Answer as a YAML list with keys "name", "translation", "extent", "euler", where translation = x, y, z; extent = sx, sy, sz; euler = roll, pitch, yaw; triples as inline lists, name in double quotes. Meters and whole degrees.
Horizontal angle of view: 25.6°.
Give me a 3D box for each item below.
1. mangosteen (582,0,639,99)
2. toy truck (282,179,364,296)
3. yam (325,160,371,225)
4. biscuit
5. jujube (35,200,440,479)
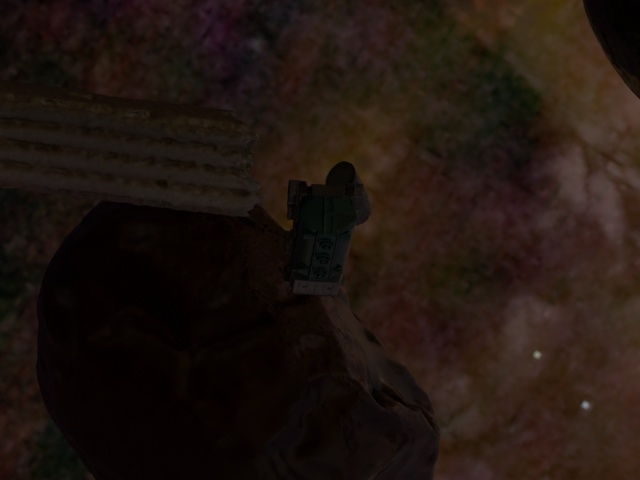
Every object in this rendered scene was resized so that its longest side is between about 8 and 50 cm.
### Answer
- name: "mangosteen"
  translation: [0.340, -0.213, 0.999]
  extent: [0.330, 0.330, 0.330]
  euler: [-58, 180, 0]
- name: "toy truck"
  translation: [0.000, 0.000, 0.744]
  extent: [0.083, 0.039, 0.044]
  euler: [101, -8, -60]
- name: "yam"
  translation: [0.032, -0.053, 1.621]
  extent: [0.043, 0.043, 0.094]
  euler: [-58, 154, -14]
- name: "biscuit"
  translation: [-0.155, -0.064, 0.884]
  extent: [0.108, 0.238, 0.062]
  euler: [-140, -121, -70]
- name: "jujube"
  translation: [-0.080, 0.109, 1.162]
  extent: [0.276, 0.377, 0.276]
  euler: [-35, 144, -31]
